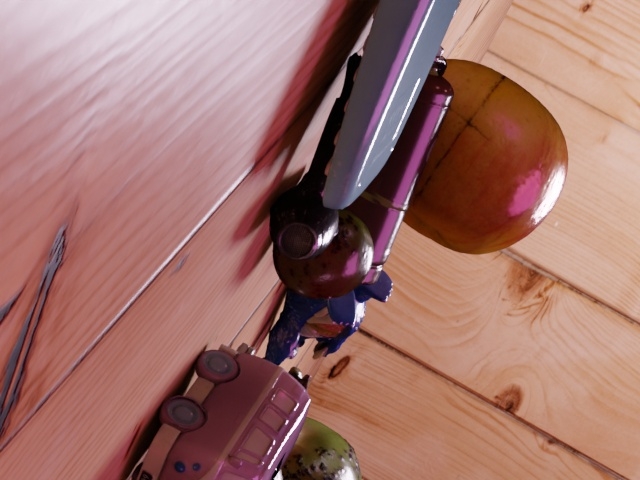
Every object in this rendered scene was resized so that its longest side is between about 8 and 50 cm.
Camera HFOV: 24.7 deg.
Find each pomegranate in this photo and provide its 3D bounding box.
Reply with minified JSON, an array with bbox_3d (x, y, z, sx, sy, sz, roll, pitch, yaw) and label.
[{"bbox_3d":[-0.071,0.346,2.220,0.285,0.285,0.340,-52,146,-59],"label":"pomegranate"},{"bbox_3d":[-0.002,0.007,1.690,0.130,0.130,0.130,-60,175,-8],"label":"pomegranate"}]

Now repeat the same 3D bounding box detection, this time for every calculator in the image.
[{"bbox_3d":[0.083,-0.200,1.411,0.256,0.054,0.386,-49,162,-67],"label":"calculator"}]

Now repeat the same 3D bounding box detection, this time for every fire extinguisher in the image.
[{"bbox_3d":[0.081,-0.114,1.873,0.141,0.105,0.341,-7,122,-57],"label":"fire extinguisher"}]

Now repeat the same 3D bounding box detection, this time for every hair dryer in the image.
[{"bbox_3d":[0.009,-0.097,1.527,0.195,0.075,0.219,-74,-176,-67],"label":"hair dryer"}]

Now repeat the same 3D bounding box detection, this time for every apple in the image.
[{"bbox_3d":[0.202,-0.114,2.039,0.233,0.286,0.286,-57,175,-4],"label":"apple"}]

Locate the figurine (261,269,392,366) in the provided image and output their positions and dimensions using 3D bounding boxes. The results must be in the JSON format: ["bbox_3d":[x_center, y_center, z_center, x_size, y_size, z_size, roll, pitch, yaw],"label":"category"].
[{"bbox_3d":[-0.009,0.108,2.200,0.164,0.120,0.262,-13,162,-49],"label":"figurine"}]

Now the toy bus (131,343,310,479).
[{"bbox_3d":[-0.112,0.228,1.619,0.142,0.142,0.202,-64,174,36],"label":"toy bus"}]

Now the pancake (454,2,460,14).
[{"bbox_3d":[0.191,-0.341,2.084,0.108,0.017,0.108,-154,-90,-89],"label":"pancake"}]

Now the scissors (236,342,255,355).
[{"bbox_3d":[-0.148,0.221,1.885,0.204,0.027,0.101,-57,177,-6],"label":"scissors"}]

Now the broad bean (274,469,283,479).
[{"bbox_3d":[-0.140,0.343,1.764,0.121,0.189,0.263,-35,-173,42],"label":"broad bean"}]
